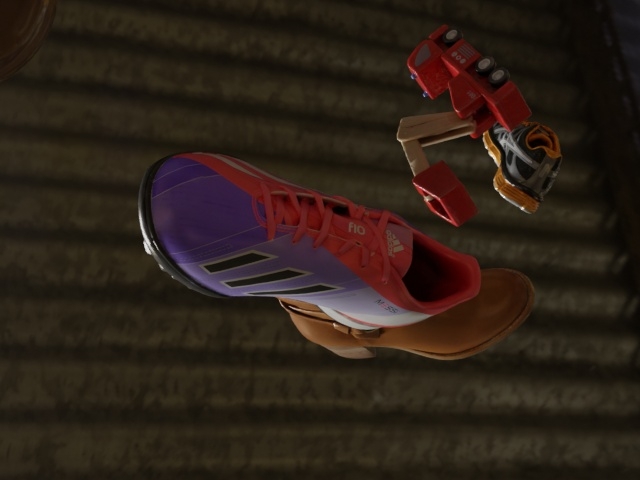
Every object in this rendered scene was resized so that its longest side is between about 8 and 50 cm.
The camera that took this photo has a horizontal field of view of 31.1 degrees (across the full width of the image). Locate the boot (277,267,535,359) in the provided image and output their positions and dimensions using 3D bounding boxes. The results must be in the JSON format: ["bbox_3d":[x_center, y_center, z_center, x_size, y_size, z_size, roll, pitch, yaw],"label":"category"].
[{"bbox_3d":[0.095,0.059,1.349,0.283,0.220,0.109,-7,-115,20],"label":"boot"}]

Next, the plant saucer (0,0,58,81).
[{"bbox_3d":[-0.446,-0.314,1.359,0.277,0.041,0.278,1,-93,-24],"label":"plant saucer"}]

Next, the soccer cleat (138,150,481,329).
[{"bbox_3d":[0.000,0.000,0.864,0.318,0.116,0.109,22,-115,-50],"label":"soccer cleat"}]

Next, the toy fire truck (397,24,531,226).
[{"bbox_3d":[0.121,-0.114,1.087,0.135,0.047,0.192,-38,-135,2],"label":"toy fire truck"}]

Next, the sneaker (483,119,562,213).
[{"bbox_3d":[0.266,-0.116,1.467,0.084,0.083,0.215,26,-152,-15],"label":"sneaker"}]
